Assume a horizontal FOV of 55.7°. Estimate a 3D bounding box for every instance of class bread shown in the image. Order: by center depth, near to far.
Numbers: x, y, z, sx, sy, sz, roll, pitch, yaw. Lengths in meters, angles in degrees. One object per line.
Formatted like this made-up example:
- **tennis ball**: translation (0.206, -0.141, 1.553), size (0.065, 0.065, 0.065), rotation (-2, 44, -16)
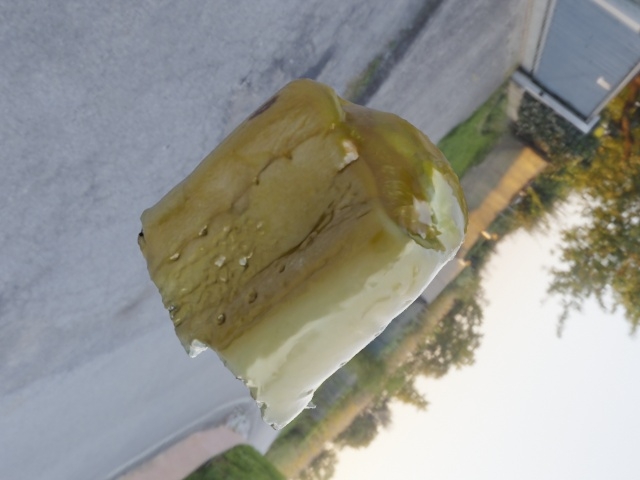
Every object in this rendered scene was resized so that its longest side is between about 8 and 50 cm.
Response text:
- **bread**: translation (0.000, 0.000, 0.821), size (0.394, 0.361, 0.250), rotation (-41, 151, 10)
